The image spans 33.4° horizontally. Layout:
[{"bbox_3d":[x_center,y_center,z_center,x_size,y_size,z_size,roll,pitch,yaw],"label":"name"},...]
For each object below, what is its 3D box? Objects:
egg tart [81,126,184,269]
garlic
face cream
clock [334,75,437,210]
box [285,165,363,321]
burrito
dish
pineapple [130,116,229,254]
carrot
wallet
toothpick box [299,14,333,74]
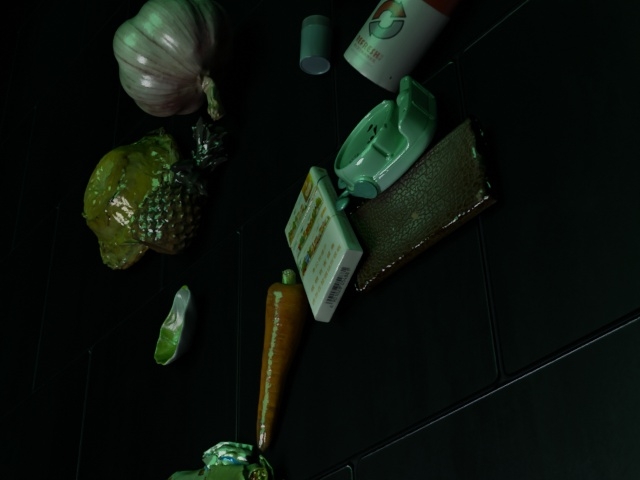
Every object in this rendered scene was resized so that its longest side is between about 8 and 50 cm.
[{"bbox_3d":[-0.377,-0.090,2.062,0.295,0.116,0.294,-36,43,42],"label":"egg tart"},{"bbox_3d":[-0.237,-0.306,1.925,0.253,0.245,0.245,48,113,30],"label":"garlic"},{"bbox_3d":[0.131,-0.318,1.483,0.214,0.096,0.096,-54,34,18],"label":"face cream"},{"bbox_3d":[0.078,-0.123,1.426,0.188,0.060,0.148,-46,18,24],"label":"clock"},{"bbox_3d":[0.001,0.000,1.491,0.220,0.032,0.122,-111,38,-55],"label":"box"},{"bbox_3d":[-0.146,0.336,1.508,0.288,0.054,0.104,-21,51,50],"label":"burrito"},{"bbox_3d":[-0.228,0.145,1.763,0.091,0.039,0.137,-8,63,59],"label":"dish"},{"bbox_3d":[-0.238,-0.096,1.879,0.125,0.125,0.251,17,79,58],"label":"pineapple"},{"bbox_3d":[-0.057,0.168,1.494,0.061,0.061,0.256,-5,76,55],"label":"carrot"},{"bbox_3d":[0.127,-0.042,1.366,0.243,0.039,0.132,-38,47,36],"label":"wallet"},{"bbox_3d":[-0.007,-0.317,1.725,0.052,0.052,0.083,-28,49,45],"label":"toothpick box"}]
